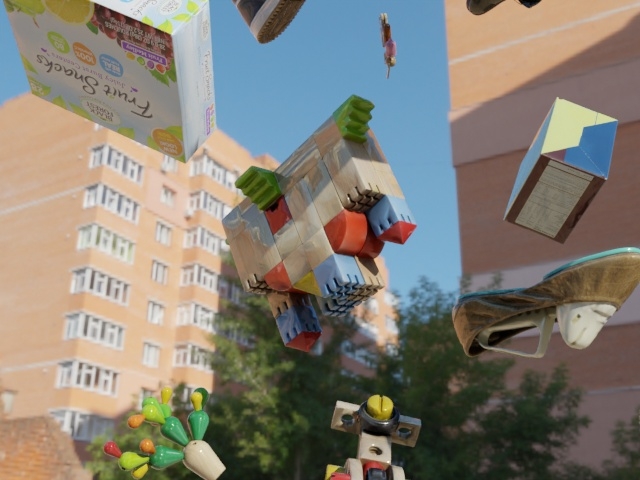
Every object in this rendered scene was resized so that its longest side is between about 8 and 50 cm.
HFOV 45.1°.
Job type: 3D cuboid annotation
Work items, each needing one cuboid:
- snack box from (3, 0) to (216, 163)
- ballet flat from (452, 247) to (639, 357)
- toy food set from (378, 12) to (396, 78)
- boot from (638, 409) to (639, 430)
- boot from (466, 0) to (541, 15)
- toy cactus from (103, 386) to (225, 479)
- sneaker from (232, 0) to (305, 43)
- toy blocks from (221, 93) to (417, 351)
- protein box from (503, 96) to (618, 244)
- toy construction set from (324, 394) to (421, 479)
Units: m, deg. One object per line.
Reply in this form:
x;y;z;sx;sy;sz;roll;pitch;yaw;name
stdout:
-0.211;-0.192;0.782;0.207;0.070;0.174;26;-34;13;snack box
0.347;0.115;1.186;0.116;0.124;0.342;23;-32;-39;ballet flat
0.125;-0.363;1.408;0.019;0.122;0.078;-7;-9;1;toy food set
0.482;0.238;0.951;0.076;0.190;0.208;-15;19;-9;boot
0.332;-0.446;1.354;0.082;0.106;0.219;20;-33;-22;boot
-0.241;0.339;1.287;0.112;0.180;0.219;-53;-10;27;toy cactus
-0.067;-0.495;1.331;0.282;0.153;0.099;-45;-13;33;sneaker
0.000;0.000;1.211;0.190;0.261;0.381;11;-42;-47;toy blocks
0.495;-0.143;1.590;0.136;0.200;0.201;23;-40;6;protein box
0.025;0.347;1.053;0.308;0.237;0.257;-13;-60;11;toy construction set
